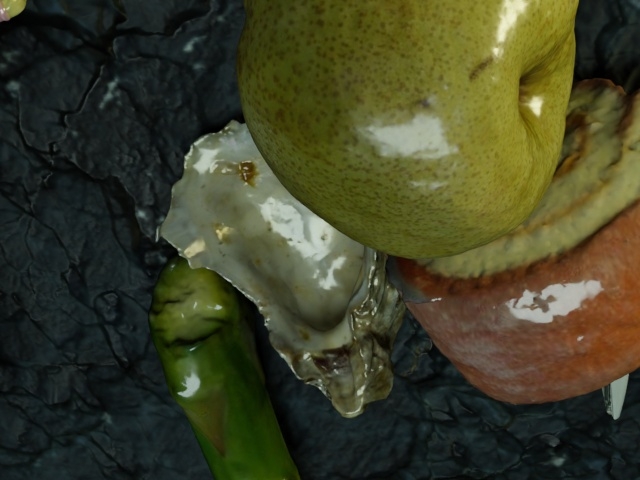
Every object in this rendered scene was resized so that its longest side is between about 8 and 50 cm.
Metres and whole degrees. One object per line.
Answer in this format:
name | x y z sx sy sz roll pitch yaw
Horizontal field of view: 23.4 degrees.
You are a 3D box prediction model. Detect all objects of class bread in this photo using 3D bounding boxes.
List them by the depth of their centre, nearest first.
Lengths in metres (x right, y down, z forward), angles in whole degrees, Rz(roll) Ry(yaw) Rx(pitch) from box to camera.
bread | 0.166 -0.004 1.027 0.244 0.190 0.123 -24 131 23

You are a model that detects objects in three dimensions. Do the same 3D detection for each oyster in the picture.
oyster | -0.007 0.012 1.139 0.161 0.107 0.233 -20 101 31

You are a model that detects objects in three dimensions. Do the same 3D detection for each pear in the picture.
pear | 0.046 -0.108 0.956 0.211 0.188 0.228 14 89 24

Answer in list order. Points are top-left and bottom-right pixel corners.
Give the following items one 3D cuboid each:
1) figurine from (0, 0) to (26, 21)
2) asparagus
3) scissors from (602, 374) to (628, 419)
figurine | -0.297 -0.184 1.076 0.187 0.083 0.083 23 129 11
asparagus | -0.064 0.165 1.266 0.082 0.085 0.343 -18 121 -4
scissors | 0.222 0.062 1.158 0.085 0.022 0.176 -1 123 7
